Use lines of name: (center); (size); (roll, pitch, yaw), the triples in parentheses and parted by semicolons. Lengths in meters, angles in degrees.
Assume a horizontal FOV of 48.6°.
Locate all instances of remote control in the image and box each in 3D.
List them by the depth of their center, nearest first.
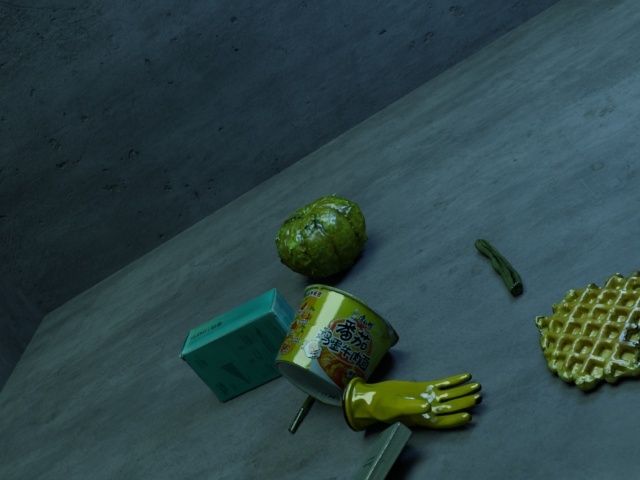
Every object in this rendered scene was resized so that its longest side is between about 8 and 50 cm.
remote control: (0.082, 0.485, 1.373); (0.285, 0.038, 0.123); (-53, -3, -31)

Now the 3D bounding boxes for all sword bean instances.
sword bean: (0.436, 0.058, 1.737); (0.043, 0.038, 0.269); (-10, 25, -4)

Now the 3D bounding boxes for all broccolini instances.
broccolini: (-0.025, 0.384, 1.765); (0.042, 0.044, 0.218); (7, 51, 36)

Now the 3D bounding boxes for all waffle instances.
waffle: (0.548, 0.167, 1.367); (0.291, 0.051, 0.291); (-32, 24, 16)

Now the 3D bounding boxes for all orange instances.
orange: (0.000, 0.000, 2.204); (0.301, 0.223, 0.300); (-16, 20, 44)

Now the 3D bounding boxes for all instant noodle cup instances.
instant noodle cup: (0.023, 0.257, 1.678); (0.264, 0.264, 0.200); (-1, 49, 52)

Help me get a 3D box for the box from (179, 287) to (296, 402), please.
box: (-0.198, 0.289, 1.952); (0.311, 0.205, 0.118); (-28, 23, 18)

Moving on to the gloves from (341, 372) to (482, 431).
gloves: (0.200, 0.332, 1.484); (0.294, 0.116, 0.133); (-12, 40, 31)
